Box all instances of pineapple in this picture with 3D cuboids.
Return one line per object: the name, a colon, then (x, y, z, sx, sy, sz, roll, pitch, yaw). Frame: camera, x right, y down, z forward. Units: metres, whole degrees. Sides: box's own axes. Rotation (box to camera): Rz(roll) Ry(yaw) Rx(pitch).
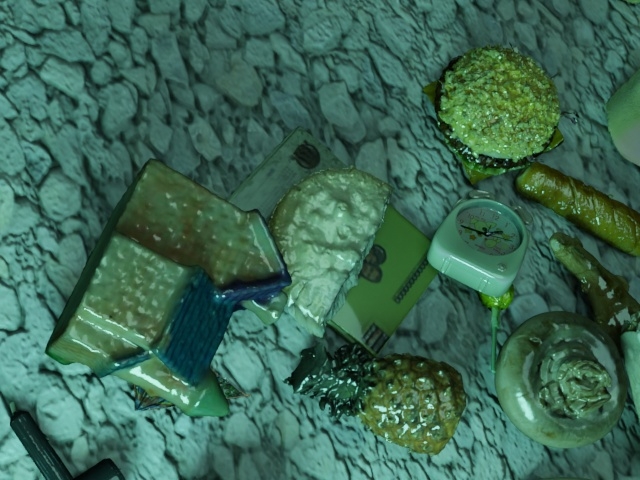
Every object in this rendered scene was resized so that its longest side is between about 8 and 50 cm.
pineapple: (0.083, 0.230, 1.540, 0.278, 0.158, 0.158, 20, 71, 2)

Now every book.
book: (0.021, -0.002, 1.627, 0.352, 0.035, 0.239, 40, 67, -3)

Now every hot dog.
hot dog: (0.481, -0.056, 1.762, 0.285, 0.061, 0.088, 22, 82, -8)

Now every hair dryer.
hair dryer: (-0.383, 0.319, 1.419, 0.124, 0.071, 0.219, -36, 79, -23)

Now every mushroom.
mushroom: (0.398, 0.225, 1.601, 0.226, 0.178, 0.227, 2, 73, -6)

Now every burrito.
burrito: (0.577, 0.303, 1.638, 0.076, 0.117, 0.392, -16, 103, 20)

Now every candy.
candy: (0.290, 0.140, 1.626, 0.058, 0.062, 0.194, 42, 42, -30)

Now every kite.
kite: (-0.219, 0.198, 1.519, 0.232, 0.009, 0.189, 41, 68, -3)

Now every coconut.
coconut: (0.662, -0.255, 1.763, 0.233, 0.245, 0.233, 5, 72, -15)

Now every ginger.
ginger: (0.517, 0.110, 1.715, 0.334, 0.081, 0.148, 48, 64, -1)

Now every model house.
model house: (-0.205, 0.088, 1.431, 0.280, 0.245, 0.312, 29, 62, -15)

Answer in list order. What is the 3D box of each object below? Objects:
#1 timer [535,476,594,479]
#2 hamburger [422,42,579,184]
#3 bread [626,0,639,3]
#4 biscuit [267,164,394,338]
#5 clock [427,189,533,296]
timer: (0.393, 0.532, 1.553, 0.175, 0.175, 0.266, -9, 95, -18)
hamburger: (0.322, -0.236, 1.718, 0.261, 0.138, 0.243, -26, 84, -19)
bread: (0.632, -0.608, 1.854, 0.111, 0.239, 0.246, 5, 76, -21)
biscuit: (0.000, 0.000, 1.556, 0.179, 0.084, 0.281, 26, 70, -7)
clock: (0.281, -0.005, 1.665, 0.151, 0.062, 0.191, 27, 52, 11)
